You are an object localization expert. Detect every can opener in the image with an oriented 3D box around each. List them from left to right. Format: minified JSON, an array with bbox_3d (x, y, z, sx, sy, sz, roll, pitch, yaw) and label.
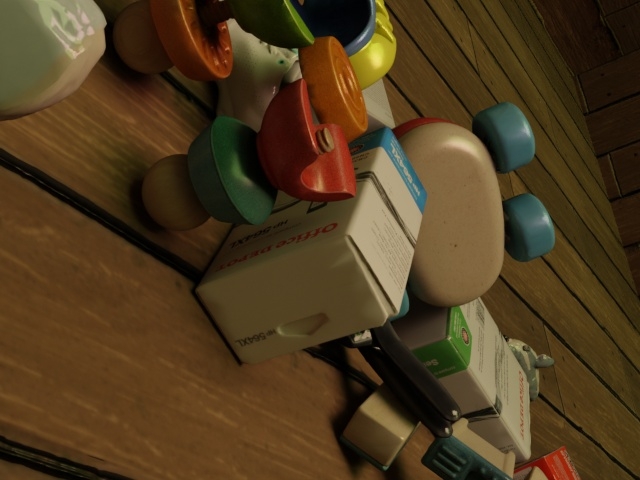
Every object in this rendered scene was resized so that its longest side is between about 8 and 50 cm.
[{"bbox_3d":[0.067,0.117,0.895,0.073,0.059,0.186,-27,61,-29],"label":"can opener"}]

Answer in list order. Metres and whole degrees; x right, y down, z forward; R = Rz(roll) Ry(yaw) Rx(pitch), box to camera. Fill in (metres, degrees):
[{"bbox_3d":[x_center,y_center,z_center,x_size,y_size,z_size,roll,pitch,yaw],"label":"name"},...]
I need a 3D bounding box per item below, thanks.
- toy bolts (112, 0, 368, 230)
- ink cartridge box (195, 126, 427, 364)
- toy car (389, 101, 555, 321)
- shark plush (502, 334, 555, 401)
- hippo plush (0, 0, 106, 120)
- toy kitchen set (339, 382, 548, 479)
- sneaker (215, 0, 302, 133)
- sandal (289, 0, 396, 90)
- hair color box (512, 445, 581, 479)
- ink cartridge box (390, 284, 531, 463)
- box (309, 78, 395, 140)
[{"bbox_3d":[-0.064,-0.100,0.754,0.218,0.159,0.228,49,28,-53],"label":"toy bolts"},{"bbox_3d":[0.000,0.000,0.799,0.085,0.148,0.203,60,25,-21],"label":"ink cartridge box"},{"bbox_3d":[0.102,-0.053,1.048,0.238,0.219,0.210,-134,-158,-64],"label":"toy car"},{"bbox_3d":[0.295,0.185,1.381,0.161,0.073,0.067,45,63,-50],"label":"shark plush"},{"bbox_3d":[-0.245,-0.163,0.428,0.236,0.234,0.294,-131,-156,-65],"label":"hippo plush"},{"bbox_3d":[0.102,0.265,0.901,0.207,0.166,0.122,34,19,14],"label":"toy kitchen set"},{"bbox_3d":[-0.061,-0.175,0.884,0.080,0.094,0.212,7,64,-62],"label":"sneaker"},{"bbox_3d":[0.003,-0.299,0.934,0.138,0.126,0.317,56,18,-50],"label":"sandal"},{"bbox_3d":[0.249,0.290,1.088,0.053,0.093,0.167,65,17,16],"label":"hair color box"},{"bbox_3d":[0.168,0.153,1.097,0.208,0.087,0.153,56,27,-24],"label":"ink cartridge box"},{"bbox_3d":[0.011,-0.151,1.004,0.102,0.101,0.087,20,53,-60],"label":"box"}]
